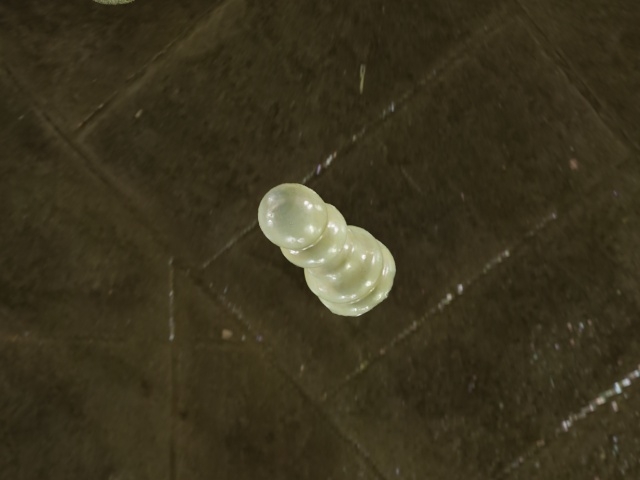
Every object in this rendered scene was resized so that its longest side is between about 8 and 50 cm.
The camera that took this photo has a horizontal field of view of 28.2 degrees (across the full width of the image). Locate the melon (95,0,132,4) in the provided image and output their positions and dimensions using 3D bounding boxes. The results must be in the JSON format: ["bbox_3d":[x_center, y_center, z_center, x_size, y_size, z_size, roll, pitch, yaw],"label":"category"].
[{"bbox_3d":[-0.206,-0.297,1.252,0.098,0.098,0.131,0,113,3],"label":"melon"}]

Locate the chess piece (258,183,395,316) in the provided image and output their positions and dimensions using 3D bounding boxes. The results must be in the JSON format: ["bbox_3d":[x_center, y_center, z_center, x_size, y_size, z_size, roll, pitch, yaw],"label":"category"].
[{"bbox_3d":[0.000,0.000,1.853,0.133,0.133,0.243,-32,138,12],"label":"chess piece"}]
